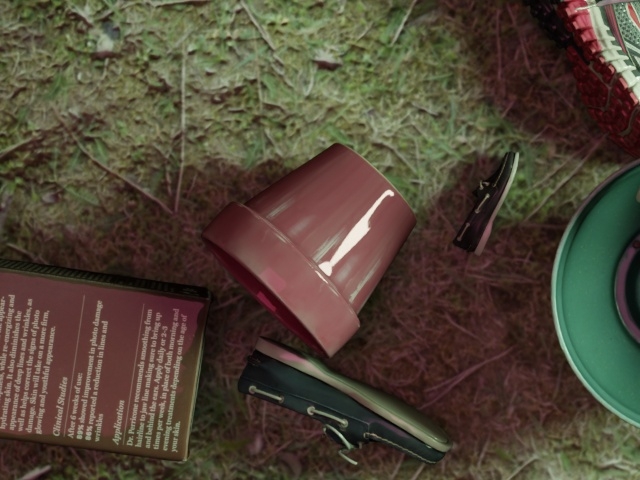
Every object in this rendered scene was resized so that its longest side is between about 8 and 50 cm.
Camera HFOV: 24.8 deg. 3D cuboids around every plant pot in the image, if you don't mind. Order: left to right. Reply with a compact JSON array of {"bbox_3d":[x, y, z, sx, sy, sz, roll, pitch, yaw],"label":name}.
[{"bbox_3d":[0.000,0.000,1.602,0.201,0.201,0.180,44,81,8],"label":"plant pot"},{"bbox_3d":[0.389,0.053,1.516,0.293,0.196,0.293,0,90,10],"label":"plant pot"}]

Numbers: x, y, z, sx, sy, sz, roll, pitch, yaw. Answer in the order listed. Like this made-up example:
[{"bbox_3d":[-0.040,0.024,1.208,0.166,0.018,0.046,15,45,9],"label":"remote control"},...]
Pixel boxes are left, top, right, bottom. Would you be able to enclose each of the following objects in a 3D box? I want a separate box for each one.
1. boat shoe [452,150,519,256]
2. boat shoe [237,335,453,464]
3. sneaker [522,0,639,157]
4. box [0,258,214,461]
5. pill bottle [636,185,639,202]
[{"bbox_3d":[0.186,-0.045,1.632,0.038,0.046,0.125,23,103,5],"label":"boat shoe"},{"bbox_3d":[0.024,0.194,1.636,0.255,0.095,0.079,26,93,11],"label":"boat shoe"},{"bbox_3d":[0.327,-0.214,1.570,0.112,0.121,0.299,-29,90,-11],"label":"sneaker"},{"bbox_3d":[-0.323,0.124,1.635,0.382,0.143,0.191,9,92,-7],"label":"box"},{"bbox_3d":[0.376,-0.049,1.379,0.137,0.078,0.078,22,94,10],"label":"pill bottle"}]
